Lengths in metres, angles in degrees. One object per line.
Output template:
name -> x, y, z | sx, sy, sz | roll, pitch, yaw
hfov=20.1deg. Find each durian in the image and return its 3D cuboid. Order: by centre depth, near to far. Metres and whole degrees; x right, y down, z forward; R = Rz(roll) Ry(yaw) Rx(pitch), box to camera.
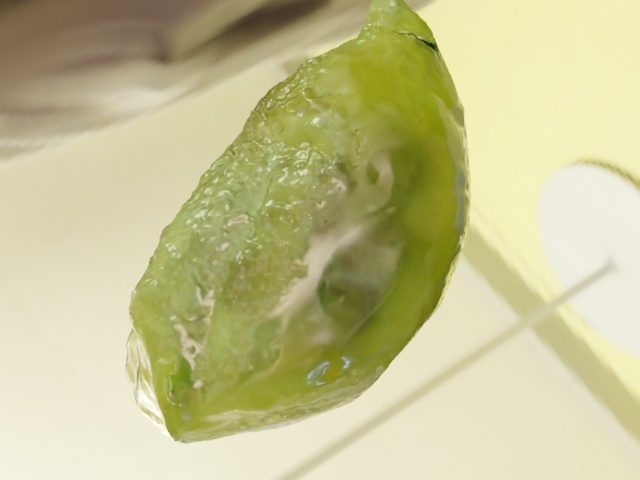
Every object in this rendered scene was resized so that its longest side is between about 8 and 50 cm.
durian -> 0.000, 0.000, 0.915 | 0.139, 0.250, 0.101 | 42, 173, -5
